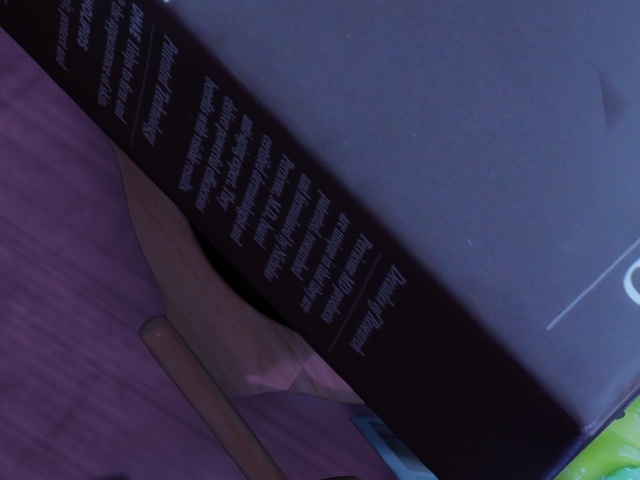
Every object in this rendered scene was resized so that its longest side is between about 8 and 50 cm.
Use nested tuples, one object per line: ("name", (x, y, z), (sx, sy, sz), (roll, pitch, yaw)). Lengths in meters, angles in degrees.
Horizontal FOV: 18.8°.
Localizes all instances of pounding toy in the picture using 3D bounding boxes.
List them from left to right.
("pounding toy", (0.000, 0.000, 0.826), (0.154, 0.155, 0.269), (-19, 88, 2))

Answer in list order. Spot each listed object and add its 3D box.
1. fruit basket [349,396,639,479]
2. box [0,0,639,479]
("fruit basket", (0.206, 0.134, 0.835), (0.327, 0.353, 0.165), (11, 90, -13))
("box", (0.009, -0.098, 0.744), (0.381, 0.143, 0.191), (45, 68, 7))
